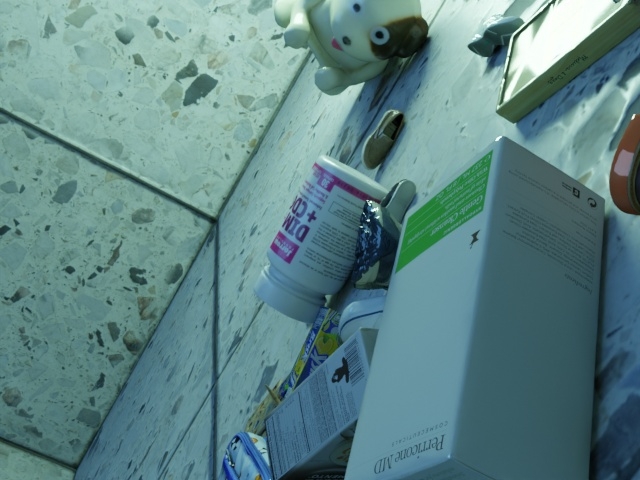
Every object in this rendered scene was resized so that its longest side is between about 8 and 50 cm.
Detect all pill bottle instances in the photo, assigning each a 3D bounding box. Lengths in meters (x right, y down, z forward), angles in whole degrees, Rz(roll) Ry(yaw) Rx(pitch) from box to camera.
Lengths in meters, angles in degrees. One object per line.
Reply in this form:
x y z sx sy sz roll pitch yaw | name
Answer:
0.000 0.000 1.550 0.283 0.160 0.160 -61 15 9 | pill bottle

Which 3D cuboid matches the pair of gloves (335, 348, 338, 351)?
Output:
0.044 0.215 1.304 0.198 0.023 0.159 -67 15 -18 | pair of gloves

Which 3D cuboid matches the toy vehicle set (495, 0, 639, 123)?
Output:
0.345 -0.291 1.146 0.267 0.035 0.166 -40 27 55 | toy vehicle set

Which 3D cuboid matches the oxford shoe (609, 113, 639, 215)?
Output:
0.365 -0.142 0.766 0.098 0.097 0.271 17 84 55 | oxford shoe

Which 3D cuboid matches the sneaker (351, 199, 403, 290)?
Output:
0.109 0.016 1.118 0.283 0.122 0.110 51 -131 -83 | sneaker

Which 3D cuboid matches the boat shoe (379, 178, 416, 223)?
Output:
0.121 -0.052 1.459 0.125 0.046 0.038 -60 15 -3 | boat shoe

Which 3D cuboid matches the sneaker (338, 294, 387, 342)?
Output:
0.094 0.128 1.141 0.258 0.094 0.091 145 136 -62 | sneaker

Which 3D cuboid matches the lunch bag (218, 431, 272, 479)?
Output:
-0.094 0.407 1.194 0.303 0.114 0.243 -161 88 -73 | lunch bag

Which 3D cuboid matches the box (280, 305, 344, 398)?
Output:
-0.003 0.200 1.411 0.169 0.059 0.054 -65 14 -8 | box

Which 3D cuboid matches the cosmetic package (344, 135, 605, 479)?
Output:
0.164 0.103 0.851 0.197 0.155 0.366 -42 24 49 | cosmetic package

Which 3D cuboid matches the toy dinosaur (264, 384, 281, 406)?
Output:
-0.004 0.284 1.237 0.211 0.064 0.112 -2 63 40 | toy dinosaur

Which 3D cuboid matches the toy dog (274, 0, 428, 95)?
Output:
0.108 -0.508 1.956 0.395 0.285 0.408 -26 15 -3 | toy dog

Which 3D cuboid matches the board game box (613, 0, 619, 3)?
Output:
0.421 -0.378 0.968 0.201 0.035 0.136 -26 37 46 | board game box

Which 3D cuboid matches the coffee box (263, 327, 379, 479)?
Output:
0.050 0.212 1.030 0.246 0.141 0.098 -50 42 42 | coffee box

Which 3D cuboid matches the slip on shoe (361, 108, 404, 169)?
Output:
0.129 -0.204 1.697 0.135 0.051 0.041 -58 26 -6 | slip on shoe

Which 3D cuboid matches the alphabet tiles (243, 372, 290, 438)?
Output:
-0.119 0.350 1.535 0.198 0.009 0.237 -53 6 17 | alphabet tiles

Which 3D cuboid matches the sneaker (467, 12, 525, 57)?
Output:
0.294 -0.352 1.386 0.061 0.053 0.152 -62 14 -8 | sneaker
